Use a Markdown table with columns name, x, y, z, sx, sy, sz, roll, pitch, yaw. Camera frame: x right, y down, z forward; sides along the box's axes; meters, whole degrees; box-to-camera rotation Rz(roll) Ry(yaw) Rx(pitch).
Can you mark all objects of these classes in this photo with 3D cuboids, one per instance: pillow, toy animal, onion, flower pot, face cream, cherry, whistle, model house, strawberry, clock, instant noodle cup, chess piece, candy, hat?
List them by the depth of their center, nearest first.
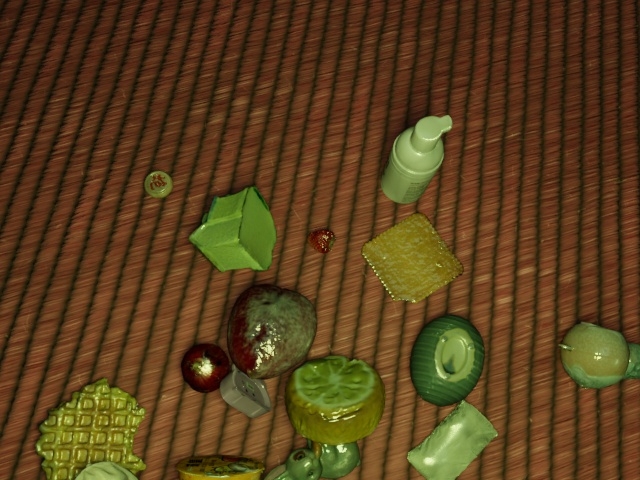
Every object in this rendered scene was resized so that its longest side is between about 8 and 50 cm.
| name | x | y | z | sx | sy | sz | roll | pitch | yaw |
| --- | --- | --- | --- | --- | --- | --- | --- | --- | --- |
| instant noodle cup | -0.245 | 0.621 | 1.362 | 0.216 | 0.216 | 0.172 | 2 | 81 | -2 |
| hat | -0.486 | 0.650 | 1.366 | 0.220 | 0.226 | 0.164 | -27 | 43 | -3 |
| toy animal | -0.019 | 0.548 | 1.394 | 0.251 | 0.125 | 0.127 | -23 | 42 | -34 |
| candy | 0.038 | 0.394 | 1.429 | 0.260 | 0.118 | 0.260 | -5 | 29 | 3 |
| clock | -0.196 | 0.389 | 1.474 | 0.050 | 0.152 | 0.110 | -35 | 36 | 13 |
| cherry | -0.132 | 0.237 | 1.477 | 0.230 | 0.203 | 0.300 | 23 | 47 | 1 |
| pillow | 0.347 | 0.536 | 1.489 | 0.229 | 0.051 | 0.128 | -40 | 75 | -12 |
| onion | -0.303 | 0.333 | 1.493 | 0.131 | 0.131 | 0.131 | 1 | 72 | -2 |
| flower pot | 0.336 | 0.316 | 1.506 | 0.189 | 0.157 | 0.243 | 19 | 70 | 5 |
| whistle | 0.789 | 0.325 | 1.528 | 0.348 | 0.189 | 0.189 | 12 | 71 | -13 |
| face cream | 0.263 | -0.235 | 1.570 | 0.146 | 0.369 | 0.145 | 1 | 71 | -3 |
| model house | -0.250 | -0.024 | 1.604 | 0.189 | 0.195 | 0.214 | -9 | 55 | 20 |
| strawberry | 0.000 | 0.000 | 1.642 | 0.083 | 0.073 | 0.073 | 15 | 71 | 16 |
| chess piece | -0.481 | -0.166 | 1.688 | 0.084 | 0.038 | 0.083 | 1 | 70 | -3 |

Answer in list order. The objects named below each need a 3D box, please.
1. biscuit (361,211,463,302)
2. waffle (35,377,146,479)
| name | x | y | z | sx | sy | sz | roll | pitch | yaw |
| --- | --- | --- | --- | --- | --- | --- | --- | --- | --- |
| biscuit | 0.268 | 0.056 | 1.663 | 0.237 | 0.013 | 0.232 | -31 | 76 | -11 |
| waffle | -0.572 | 0.516 | 1.451 | 0.282 | 0.058 | 0.300 | -22 | 76 | -9 |
